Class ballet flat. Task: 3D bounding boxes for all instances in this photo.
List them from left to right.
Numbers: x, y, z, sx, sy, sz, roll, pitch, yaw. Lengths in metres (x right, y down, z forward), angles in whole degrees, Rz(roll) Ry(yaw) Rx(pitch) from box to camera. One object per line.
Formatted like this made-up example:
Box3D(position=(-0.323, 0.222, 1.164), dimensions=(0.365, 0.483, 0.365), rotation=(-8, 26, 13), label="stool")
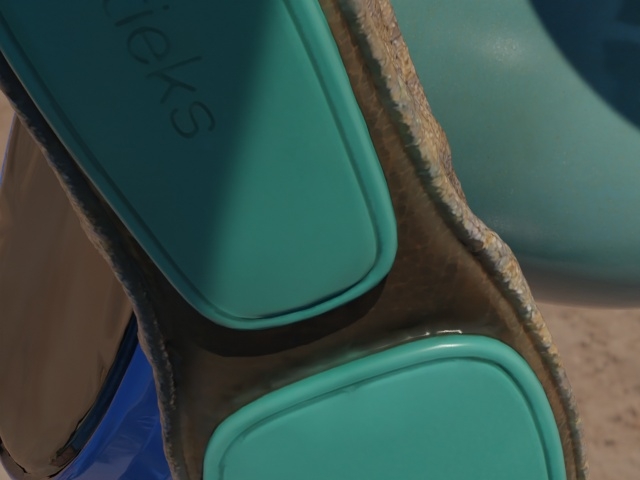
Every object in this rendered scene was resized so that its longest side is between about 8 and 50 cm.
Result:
Box3D(position=(0.000, 0.000, 0.411), dimensions=(0.107, 0.106, 0.316), rotation=(-13, 130, 5), label="ballet flat")

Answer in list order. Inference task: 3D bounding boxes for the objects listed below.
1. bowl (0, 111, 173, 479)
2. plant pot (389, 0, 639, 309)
Box3D(position=(-0.103, -0.036, 0.924), dimensions=(0.391, 0.077, 0.391), rotation=(-38, 46, 54), label="bowl")
Box3D(position=(0.172, -0.088, 0.997), dimensions=(0.235, 0.293, 0.293), rotation=(20, 105, 41), label="plant pot")
